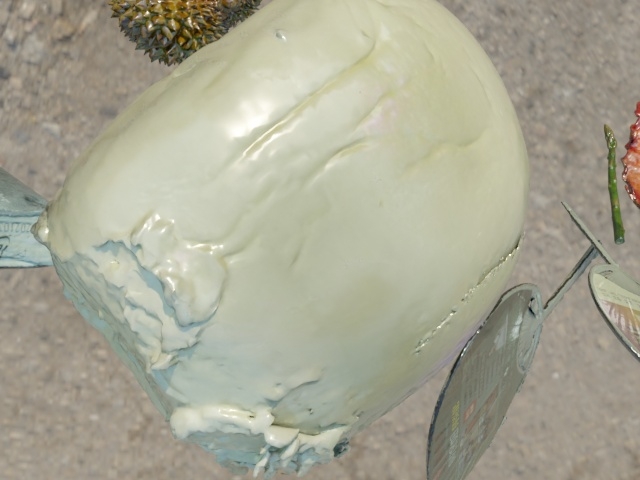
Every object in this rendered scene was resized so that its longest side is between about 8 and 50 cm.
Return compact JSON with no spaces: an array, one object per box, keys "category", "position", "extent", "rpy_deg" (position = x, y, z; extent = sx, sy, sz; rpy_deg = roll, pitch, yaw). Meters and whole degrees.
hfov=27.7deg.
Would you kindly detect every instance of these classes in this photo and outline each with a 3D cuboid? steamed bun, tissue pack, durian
[{"category":"steamed bun","position":[0.000,0.000,0.833],"extent":[0.312,0.334,0.233],"rpy_deg":[-38,83,-6]},{"category":"tissue pack","position":[-0.430,-0.049,1.441],"extent":[0.185,0.257,0.081],"rpy_deg":[0,113,-46]},{"category":"durian","position":[-0.136,-0.252,1.300],"extent":[0.158,0.168,0.137],"rpy_deg":[-38,129,-24]}]

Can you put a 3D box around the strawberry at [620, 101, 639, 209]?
[{"category":"strawberry","position":[0.336,-0.088,1.151],"extent":[0.208,0.167,0.087],"rpy_deg":[-30,162,-13]}]

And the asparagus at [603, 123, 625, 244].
[{"category":"asparagus","position":[0.345,-0.067,1.521],"extent":[0.016,0.162,0.016],"rpy_deg":[-3,150,11]}]

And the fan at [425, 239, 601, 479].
[{"category":"fan","position":[0.167,0.128,1.184],"extent":[0.012,0.294,0.223],"rpy_deg":[26,115,26]}]

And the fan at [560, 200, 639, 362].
[{"category":"fan","position":[0.097,0.022,0.372],"extent":[0.060,0.080,0.003],"rpy_deg":[34,114,-17]}]
